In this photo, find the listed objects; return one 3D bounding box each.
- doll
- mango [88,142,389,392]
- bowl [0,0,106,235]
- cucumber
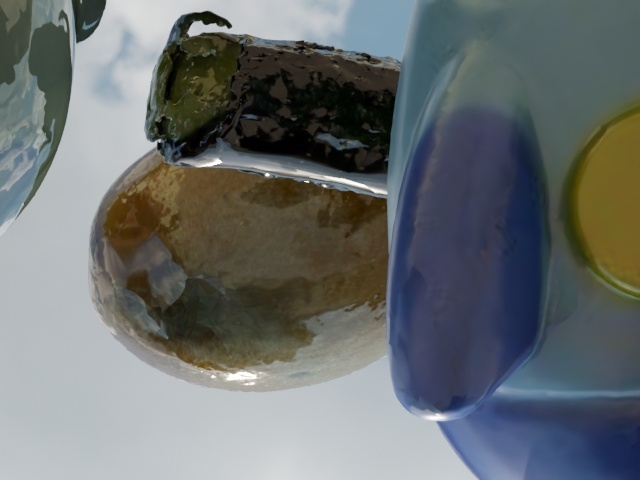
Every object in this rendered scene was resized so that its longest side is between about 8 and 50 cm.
[{"bbox_3d":[0.144,-0.018,0.573,0.187,0.365,0.376,23,-144,-60],"label":"doll"},{"bbox_3d":[0.000,0.000,1.214,0.146,0.316,0.193,-72,-34,-53],"label":"mango"},{"bbox_3d":[-0.171,-0.112,0.718,0.146,0.289,0.289,-21,-108,-25],"label":"bowl"},{"bbox_3d":[0.054,-0.039,0.777,0.245,0.067,0.067,11,-123,-14],"label":"cucumber"}]
